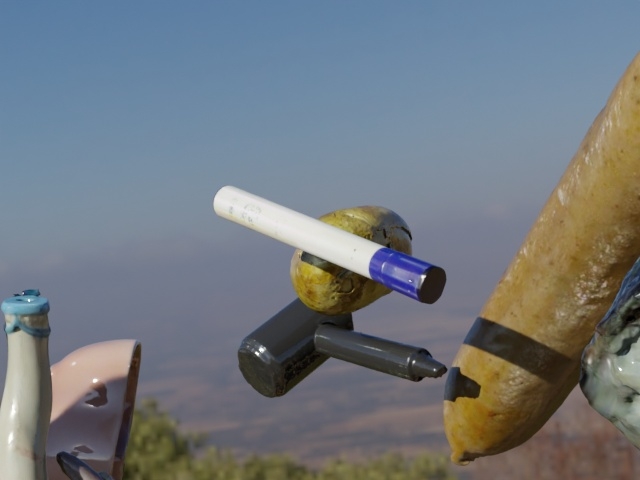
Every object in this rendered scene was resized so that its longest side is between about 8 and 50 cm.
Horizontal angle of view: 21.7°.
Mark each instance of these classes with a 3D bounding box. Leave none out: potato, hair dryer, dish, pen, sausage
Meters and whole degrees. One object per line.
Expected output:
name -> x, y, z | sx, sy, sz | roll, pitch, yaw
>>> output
potato -> 0.032, 0.018, 1.599 | 0.080, 0.107, 0.170 | 34, 16, 18
hair dryer -> 0.028, 0.117, 1.620 | 0.114, 0.071, 0.248 | -36, 29, -26
dish -> -0.244, 0.196, 1.709 | 0.090, 0.213, 0.213 | 9, -1, -2
pen -> 0.000, 0.000, 1.380 | 0.033, 0.033, 0.269 | -8, 20, -41
sausage -> 0.248, 0.013, 1.535 | 0.123, 0.501, 0.136 | 32, 32, 6

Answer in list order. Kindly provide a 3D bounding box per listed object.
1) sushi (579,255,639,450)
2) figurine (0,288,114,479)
sushi -> 0.217, 0.010, 0.719 | 0.225, 0.124, 0.127 | -49, 4, 44
figurine -> -0.154, 0.154, 0.870 | 0.205, 0.260, 0.103 | -1, 5, -26
